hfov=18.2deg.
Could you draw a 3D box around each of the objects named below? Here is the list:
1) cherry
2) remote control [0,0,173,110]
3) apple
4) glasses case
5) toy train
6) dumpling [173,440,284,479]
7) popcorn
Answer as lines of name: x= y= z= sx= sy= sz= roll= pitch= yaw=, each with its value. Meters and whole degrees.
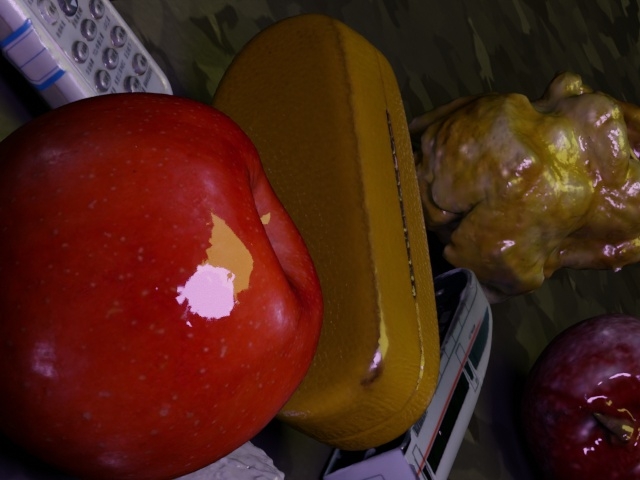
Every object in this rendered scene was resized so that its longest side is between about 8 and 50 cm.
cherry: x=0.322 y=0.193 z=2.139 sx=0.230 sy=0.203 sz=0.300 roll=60 pitch=15 yaw=3
remote control: x=-0.229 y=-0.191 z=1.499 sx=0.335 sy=0.065 sz=0.128 roll=53 pitch=29 yaw=-28
apple: x=-0.122 y=0.028 z=1.329 sx=0.260 sy=0.216 sz=0.260 roll=60 pitch=15 yaw=-28
glasses case: x=0.000 y=0.000 z=1.669 sx=0.141 sy=0.173 sz=0.371 roll=33 pitch=42 yaw=-50
toy train: x=0.102 y=0.142 z=1.863 sx=0.088 sy=0.086 sz=0.407 roll=59 pitch=24 yaw=-14
dumpling: x=-0.058 y=0.218 z=1.432 sx=0.152 sy=0.108 sz=0.219 roll=51 pitch=30 yaw=-30
popcorn: x=0.226 y=-0.059 z=2.105 sx=0.276 sy=0.276 sz=0.225 roll=-25 pitch=96 yaw=-66
